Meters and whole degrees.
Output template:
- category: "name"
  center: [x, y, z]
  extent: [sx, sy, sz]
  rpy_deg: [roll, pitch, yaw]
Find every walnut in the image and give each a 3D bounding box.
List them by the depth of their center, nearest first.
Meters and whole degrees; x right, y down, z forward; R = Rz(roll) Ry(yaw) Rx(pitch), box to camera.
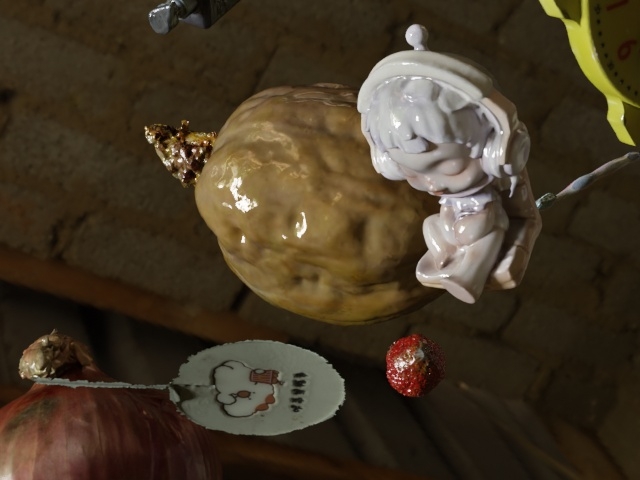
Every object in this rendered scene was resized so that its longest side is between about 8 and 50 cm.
- category: "walnut"
  center: [0.035, -0.041, 1.409]
  extent: [0.344, 0.306, 0.306]
  rpy_deg: [3, -169, 17]

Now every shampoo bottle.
- category: "shampoo bottle"
  center: [-0.143, -0.384, 1.677]
  extent: [0.071, 0.098, 0.309]
  rpy_deg: [25, -131, 18]

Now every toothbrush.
- category: "toothbrush"
  center: [0.428, -0.097, 1.864]
  extent: [0.269, 0.027, 0.021]
  rpy_deg: [-25, -101, -33]

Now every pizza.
- category: "pizza"
  center: [-0.253, -0.161, 2.193]
  extent: [0.194, 0.154, 0.069]
  rpy_deg: [28, -132, 9]

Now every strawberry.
- category: "strawberry"
  center: [0.149, 0.195, 1.838]
  extent: [0.106, 0.106, 0.106]
  rpy_deg: [27, -162, -9]

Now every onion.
- category: "onion"
  center: [-0.295, 0.315, 1.433]
  extent: [0.353, 0.354, 0.353]
  rpy_deg: [27, -162, -9]

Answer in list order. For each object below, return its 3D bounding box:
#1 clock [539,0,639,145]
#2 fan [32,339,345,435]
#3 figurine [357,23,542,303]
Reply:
- category: "clock"
  center: [0.376, -0.266, 1.218]
  extent: [0.277, 0.293, 0.071]
  rpy_deg: [43, 173, -35]
- category: "fan"
  center: [-0.135, 0.153, 1.236]
  extent: [0.329, 0.191, 0.009]
  rpy_deg: [2, -129, -5]
- category: "figurine"
  center: [0.110, -0.071, 1.034]
  extent: [0.162, 0.237, 0.141]
  rpy_deg: [6, -138, 38]
